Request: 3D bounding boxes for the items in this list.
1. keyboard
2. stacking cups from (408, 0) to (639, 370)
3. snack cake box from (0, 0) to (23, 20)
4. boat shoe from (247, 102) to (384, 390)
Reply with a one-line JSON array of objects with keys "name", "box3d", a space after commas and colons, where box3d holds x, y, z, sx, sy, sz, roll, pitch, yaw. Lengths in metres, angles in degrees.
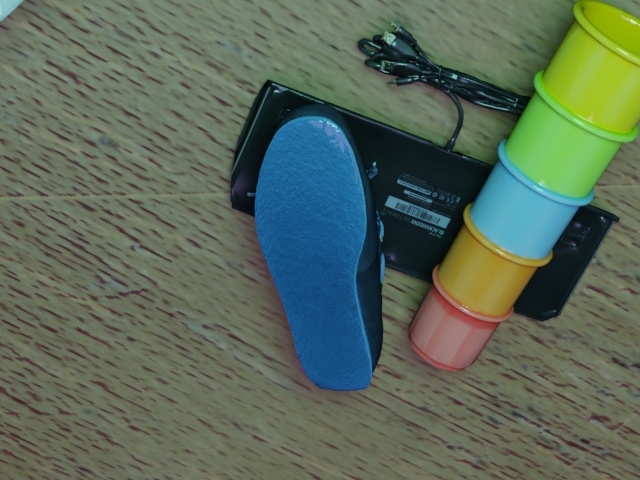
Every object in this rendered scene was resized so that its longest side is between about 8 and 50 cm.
[{"name": "keyboard", "box3d": [0.096, -0.061, 1.135, 0.317, 0.033, 0.201, 20, 118, -12]}, {"name": "stacking cups", "box3d": [0.160, -0.036, 1.091, 0.096, 0.096, 0.316, 23, 122, -12]}, {"name": "snack cake box", "box3d": [-0.290, -0.275, 0.951, 0.089, 0.152, 0.264, -45, 108, -6]}, {"name": "boat shoe", "box3d": [0.000, 0.000, 1.108, 0.109, 0.089, 0.258, 7, 125, 12]}]
